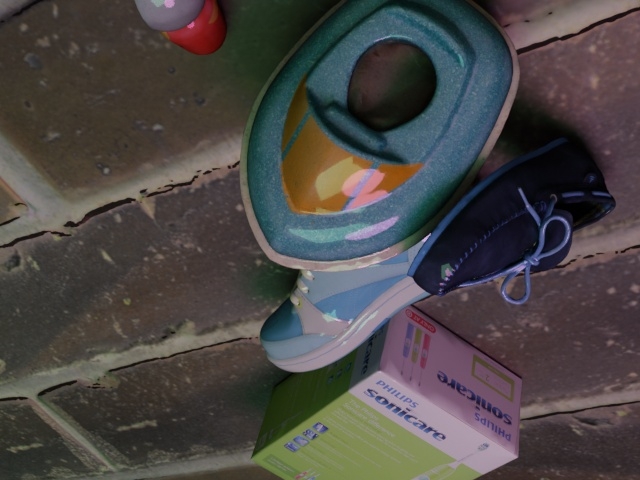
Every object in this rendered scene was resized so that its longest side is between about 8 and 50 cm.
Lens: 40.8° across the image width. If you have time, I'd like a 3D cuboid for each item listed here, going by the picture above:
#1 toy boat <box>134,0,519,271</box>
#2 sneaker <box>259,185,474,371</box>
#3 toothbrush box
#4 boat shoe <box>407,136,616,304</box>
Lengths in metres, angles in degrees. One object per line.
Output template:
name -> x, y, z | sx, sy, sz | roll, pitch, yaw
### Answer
toy boat -> -0.015, -0.127, 0.701 | 0.318, 0.268, 0.148 | 33, 180, 9
sneaker -> 0.000, 0.000, 0.885 | 0.208, 0.127, 0.319 | 38, 122, -22
toothbrush box -> 0.079, 0.226, 1.077 | 0.206, 0.122, 0.283 | 33, 134, -15
boat shoe -> 0.177, -0.018, 0.718 | 0.089, 0.258, 0.109 | 46, 142, 15
